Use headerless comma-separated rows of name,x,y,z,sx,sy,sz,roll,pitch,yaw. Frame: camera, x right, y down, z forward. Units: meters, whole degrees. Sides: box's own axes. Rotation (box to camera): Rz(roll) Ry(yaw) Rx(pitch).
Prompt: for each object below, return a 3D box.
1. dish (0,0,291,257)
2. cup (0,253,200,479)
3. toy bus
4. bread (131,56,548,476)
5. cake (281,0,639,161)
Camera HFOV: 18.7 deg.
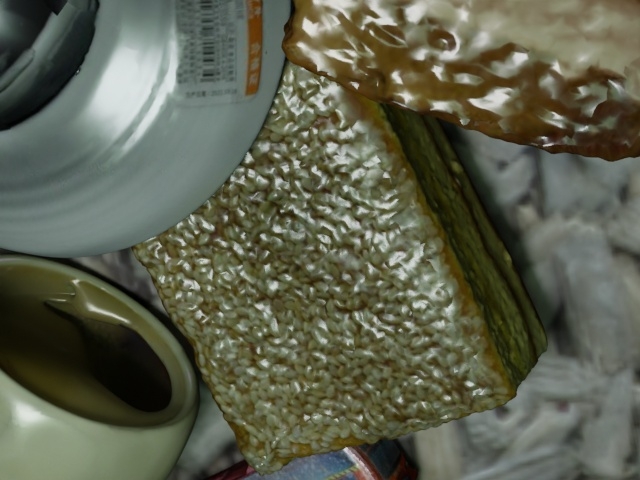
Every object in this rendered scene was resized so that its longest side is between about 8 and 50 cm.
dish,-0.165,-0.127,1.015,0.273,0.134,0.273,0,89,25
cup,-0.223,0.115,1.174,0.255,0.173,0.202,30,116,-3
toy bus,-0.036,0.172,1.222,0.192,0.065,0.077,-29,98,22
bread,0.000,0.000,1.112,0.184,0.110,0.234,-21,107,23
cake,0.110,-0.208,0.948,0.198,0.196,0.293,17,112,2
